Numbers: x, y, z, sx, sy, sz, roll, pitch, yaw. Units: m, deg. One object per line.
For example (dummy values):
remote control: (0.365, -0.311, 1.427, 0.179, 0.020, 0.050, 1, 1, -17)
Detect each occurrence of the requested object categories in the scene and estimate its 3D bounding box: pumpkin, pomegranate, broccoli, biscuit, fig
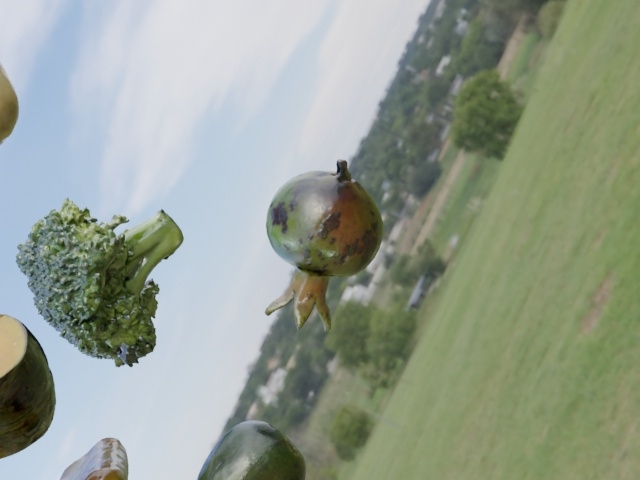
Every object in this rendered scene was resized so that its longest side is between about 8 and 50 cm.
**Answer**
pumpkin: (-0.508, 0.210, 1.436, 0.190, 0.280, 0.139, -124, 27, -52)
pomegranate: (-0.002, 0.010, 1.377, 0.156, 0.156, 0.220, 88, -165, -81)
broccoli: (-0.415, 0.077, 1.980, 0.317, 0.277, 0.339, -15, -64, -44)
biscuit: (-0.330, 0.347, 1.296, 0.237, 0.062, 0.290, -41, 4, -12)
fig: (-0.102, 0.286, 1.226, 0.177, 0.117, 0.117, -33, -18, -24)

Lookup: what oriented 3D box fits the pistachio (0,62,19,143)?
pistachio: (-0.671, -0.279, 1.922, 0.187, 0.299, 0.187, -35, -9, -6)
